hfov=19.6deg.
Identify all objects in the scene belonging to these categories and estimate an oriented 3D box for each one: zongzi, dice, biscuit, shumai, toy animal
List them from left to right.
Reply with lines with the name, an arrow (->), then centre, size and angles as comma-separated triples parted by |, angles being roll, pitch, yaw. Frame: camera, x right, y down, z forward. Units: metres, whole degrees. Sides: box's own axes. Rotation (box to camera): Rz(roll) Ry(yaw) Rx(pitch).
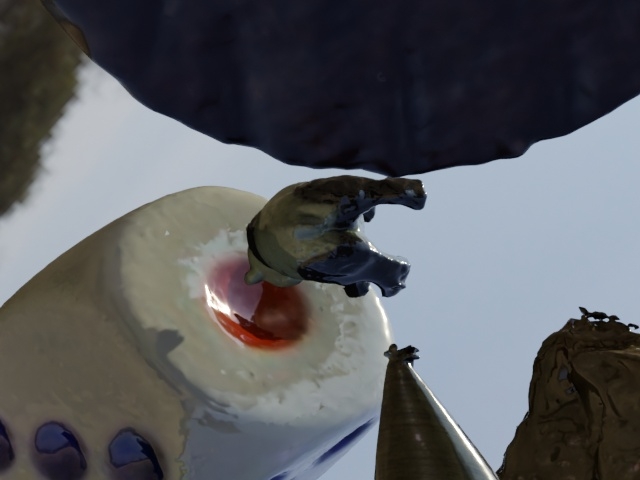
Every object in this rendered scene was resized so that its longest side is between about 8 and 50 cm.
dice -> -0.134, 0.141, 1.707 | 0.304, 0.277, 0.304 | -29, 165, -50
toy animal -> 0.000, 0.000, 1.518 | 0.225, 0.121, 0.093 | 169, -77, -75
biscuit -> 0.042, -0.217, 0.884 | 0.407, 0.407, 0.091 | -43, -148, 17
zongzi -> 0.093, 0.193, 0.990 | 0.112, 0.242, 0.221 | -19, 157, 16
shumai -> 0.181, 0.191, 1.165 | 0.184, 0.218, 0.185 | 16, -136, 37
